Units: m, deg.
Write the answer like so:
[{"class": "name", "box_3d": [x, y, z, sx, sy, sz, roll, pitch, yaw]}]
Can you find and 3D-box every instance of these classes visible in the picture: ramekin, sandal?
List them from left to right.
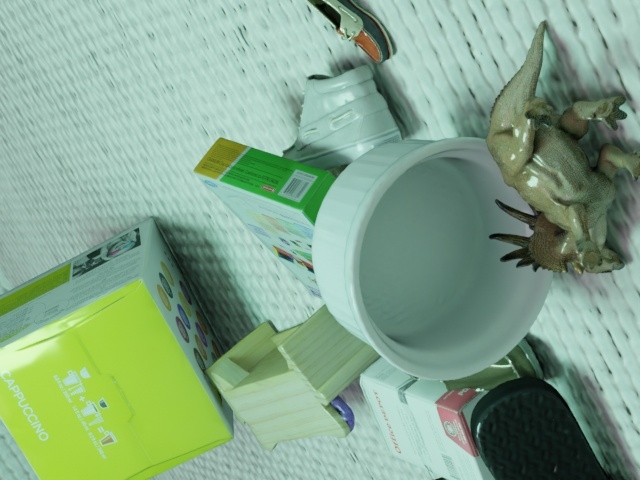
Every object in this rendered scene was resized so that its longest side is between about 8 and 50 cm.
[{"class": "ramekin", "box_3d": [0.124, 0.012, 1.540, 0.135, 0.277, 0.277, 20, 138, 61]}, {"class": "sandal", "box_3d": [0.336, 0.361, 1.758, 0.107, 0.167, 0.446, -97, -17, -71]}]

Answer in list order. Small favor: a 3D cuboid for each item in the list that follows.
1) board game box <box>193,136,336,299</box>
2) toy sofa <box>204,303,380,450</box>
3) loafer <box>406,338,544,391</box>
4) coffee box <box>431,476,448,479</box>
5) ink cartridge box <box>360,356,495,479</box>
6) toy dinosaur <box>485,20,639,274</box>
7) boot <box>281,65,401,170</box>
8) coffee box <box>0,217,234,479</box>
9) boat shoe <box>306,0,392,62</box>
[{"class": "board game box", "box_3d": [0.000, 0.000, 1.818, 0.242, 0.064, 0.316, 21, 160, 47]}, {"class": "toy sofa", "box_3d": [-0.028, 0.215, 2.139, 0.177, 0.150, 0.362, 52, 153, -5]}, {"class": "loafer", "box_3d": [0.199, 0.171, 1.791, 0.251, 0.087, 0.094, -2, 120, 59]}, {"class": "coffee box", "box_3d": [0.241, 0.477, 1.884, 0.297, 0.119, 0.168, -100, -11, -63]}, {"class": "ink cartridge box", "box_3d": [0.175, 0.258, 1.927, 0.218, 0.092, 0.159, 13, 132, 50]}, {"class": "toy dinosaur", "box_3d": [0.239, -0.072, 1.422, 0.296, 0.127, 0.200, 64, 159, -7]}, {"class": "boot", "box_3d": [0.011, -0.158, 1.737, 0.258, 0.095, 0.123, -11, 99, 58]}, {"class": "coffee box", "box_3d": [-0.375, 0.220, 2.362, 0.338, 0.338, 0.334, 63, -175, -18]}, {"class": "boat shoe", "box_3d": [0.032, -0.265, 1.608, 0.137, 0.043, 0.049, 50, 151, 5]}]
